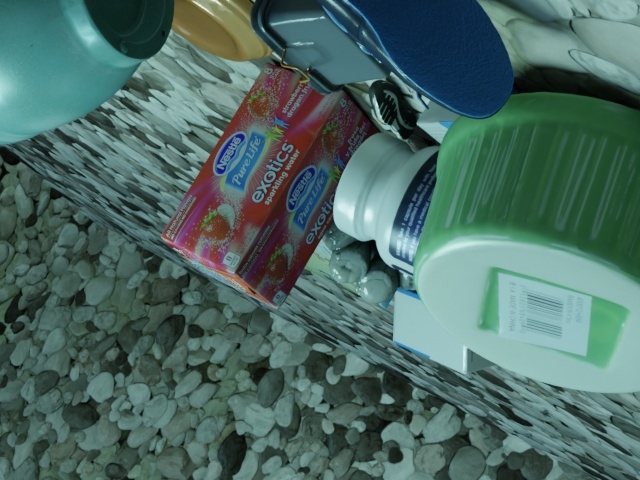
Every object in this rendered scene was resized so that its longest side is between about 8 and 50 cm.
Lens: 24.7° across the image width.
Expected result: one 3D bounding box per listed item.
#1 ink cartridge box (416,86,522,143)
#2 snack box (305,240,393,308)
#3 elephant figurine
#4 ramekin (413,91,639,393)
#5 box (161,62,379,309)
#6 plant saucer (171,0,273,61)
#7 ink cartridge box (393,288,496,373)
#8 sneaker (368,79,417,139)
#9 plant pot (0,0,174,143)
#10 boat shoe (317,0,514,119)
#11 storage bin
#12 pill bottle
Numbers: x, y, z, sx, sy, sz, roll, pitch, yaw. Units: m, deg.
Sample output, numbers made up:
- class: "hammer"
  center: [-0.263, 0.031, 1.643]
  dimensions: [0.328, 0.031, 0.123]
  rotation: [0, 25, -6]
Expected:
- class: "ink cartridge box"
  center: [0.197, -0.089, 1.452]
  dimensions: [0.180, 0.060, 0.104]
  rotation: [36, 168, -22]
- class: "snack box"
  center: [0.000, 0.000, 2.435]
  dimensions: [0.187, 0.060, 0.322]
  rotation: [26, 168, 30]
- class: "elephant figurine"
  center: [0.080, -0.025, 1.882]
  dimensions: [0.239, 0.186, 0.169]
  rotation: [-70, -40, -75]
- class: "ramekin"
  center: [0.233, 0.015, 1.354]
  dimensions: [0.303, 0.148, 0.303]
  rotation: [18, 152, 10]
- class: "box"
  center: [-0.058, -0.066, 1.750]
  dimensions: [0.128, 0.257, 0.122]
  rotation: [25, 169, 34]
- class: "plant saucer"
  center: [-0.141, -0.265, 1.677]
  dimensions: [0.200, 0.037, 0.200]
  rotation: [30, 170, 6]
- class: "ink cartridge box"
  center: [0.218, 0.097, 1.908]
  dimensions: [0.203, 0.086, 0.148]
  rotation: [-12, -161, -35]
- class: "sneaker"
  center: [0.070, -0.146, 1.614]
  dimensions: [0.043, 0.040, 0.109]
  rotation: [29, 169, 27]
- class: "plant pot"
  center: [-0.280, -0.260, 1.544]
  dimensions: [0.196, 0.293, 0.293]
  rotation: [-7, 150, 28]
- class: "boat shoe"
  center: [0.066, -0.205, 1.252]
  dimensions: [0.258, 0.109, 0.089]
  rotation: [48, 178, 4]
- class: "storage bin"
  center: [0.012, -0.201, 1.407]
  dimensions: [0.091, 0.098, 0.135]
  rotation: [4, 152, 47]
- class: "pill bottle"
  center: [0.157, -0.016, 1.641]
  dimensions: [0.264, 0.153, 0.153]
  rotation: [26, 168, 23]
